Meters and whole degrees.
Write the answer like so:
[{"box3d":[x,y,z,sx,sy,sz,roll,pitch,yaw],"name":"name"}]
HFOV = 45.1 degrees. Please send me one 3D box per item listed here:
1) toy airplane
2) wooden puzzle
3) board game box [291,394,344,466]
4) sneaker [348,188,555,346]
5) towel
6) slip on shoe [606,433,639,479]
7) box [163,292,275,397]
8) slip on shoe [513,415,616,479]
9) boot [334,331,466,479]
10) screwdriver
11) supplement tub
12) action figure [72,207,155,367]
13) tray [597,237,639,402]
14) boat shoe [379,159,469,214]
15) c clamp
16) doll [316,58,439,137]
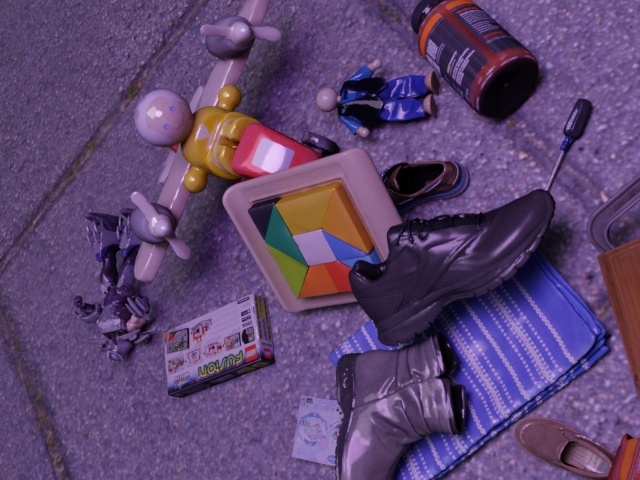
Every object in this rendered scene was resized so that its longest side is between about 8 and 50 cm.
[{"box3d":[-0.195,-0.171,1.239,0.384,0.272,0.386,-30,60,27],"name":"toy airplane"},{"box3d":[0.000,0.000,1.061,0.238,0.221,0.044,-15,24,33],"name":"wooden puzzle"},{"box3d":[0.005,0.272,1.103,0.090,0.020,0.090,1,75,37],"name":"board game box"},{"box3d":[0.153,0.015,0.947,0.286,0.109,0.130,-37,94,22],"name":"sneaker"},{"box3d":[0.175,0.142,1.005,0.336,0.040,0.243,-44,53,18],"name":"towel"},{"box3d":[0.345,0.254,0.797,0.331,0.123,0.101,-50,38,9],"name":"slip on shoe"},{"box3d":[-0.170,0.174,1.259,0.207,0.036,0.114,-24,62,29],"name":"box"},{"box3d":[0.281,0.241,0.889,0.135,0.041,0.052,23,90,40],"name":"slip on shoe"},{"box3d":[0.104,0.243,0.964,0.161,0.083,0.247,-15,67,30],"name":"boot"},{"box3d":[0.306,-0.105,0.998,0.025,0.024,0.170,28,95,10],"name":"screwdriver"},{"box3d":[0.206,-0.267,1.073,0.106,0.106,0.198,-45,54,17],"name":"supplement tub"},{"box3d":[-0.374,0.089,1.407,0.185,0.099,0.285,-11,72,29],"name":"action figure"},{"box3d":[0.397,0.128,0.697,0.202,0.076,0.411,-27,32,26],"name":"tray"},{"box3d":[0.116,-0.082,1.104,0.183,0.066,0.066,-18,65,32],"name":"boat shoe"},{"box3d":[0.391,-0.019,0.866,0.160,0.137,0.022,-41,11,34],"name":"c clamp"},{"box3d":[0.082,-0.219,1.168,0.188,0.046,0.129,0,74,24],"name":"doll"}]
